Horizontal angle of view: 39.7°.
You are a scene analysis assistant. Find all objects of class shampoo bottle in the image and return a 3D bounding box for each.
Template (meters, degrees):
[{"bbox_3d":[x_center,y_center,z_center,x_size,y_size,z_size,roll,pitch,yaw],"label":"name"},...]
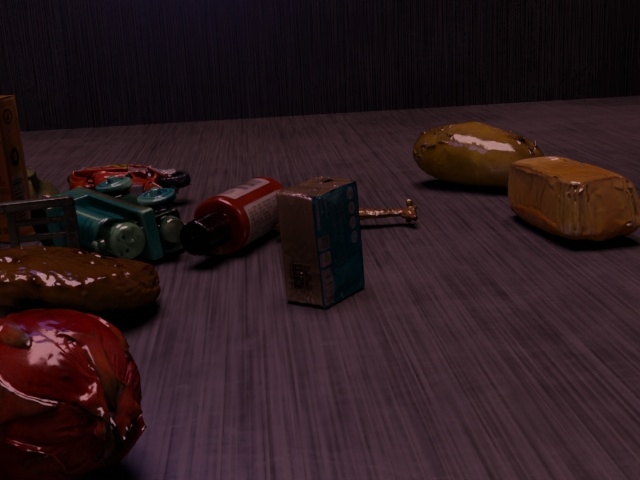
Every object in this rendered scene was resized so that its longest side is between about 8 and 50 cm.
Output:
[{"bbox_3d":[-0.155,-0.037,1.569,0.104,0.104,0.278,4,16,22],"label":"shampoo bottle"}]

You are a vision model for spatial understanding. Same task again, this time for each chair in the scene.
[{"bbox_3d":[-0.546,-0.012,1.485,0.270,0.136,0.147,-9,18,-16],"label":"chair"}]

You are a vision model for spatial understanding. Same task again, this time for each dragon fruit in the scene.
[{"bbox_3d":[-0.252,0.145,0.821,0.209,0.172,0.172,-9,10,32],"label":"dragon fruit"}]

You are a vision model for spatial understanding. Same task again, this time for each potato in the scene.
[{"bbox_3d":[0.348,-0.188,1.962,0.300,0.140,0.173,11,24,29],"label":"potato"}]

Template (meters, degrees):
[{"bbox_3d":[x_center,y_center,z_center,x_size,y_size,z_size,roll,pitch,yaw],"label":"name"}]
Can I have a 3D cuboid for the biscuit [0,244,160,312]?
[{"bbox_3d":[-0.371,0.048,1.258,0.295,0.075,0.296,6,2,0],"label":"biscuit"}]

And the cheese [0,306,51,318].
[{"bbox_3d":[-0.385,0.109,1.195,0.065,0.043,0.194,-15,19,-42],"label":"cheese"}]

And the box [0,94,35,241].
[{"bbox_3d":[-0.656,-0.136,1.695,0.174,0.274,0.076,1,18,13],"label":"box"}]

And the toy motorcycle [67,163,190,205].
[{"bbox_3d":[-0.436,-0.119,1.945,0.298,0.089,0.171,2,18,16],"label":"toy motorcycle"}]

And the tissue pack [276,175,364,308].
[{"bbox_3d":[0.000,0.000,1.293,0.082,0.169,0.120,4,18,34],"label":"tissue pack"}]

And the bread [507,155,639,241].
[{"bbox_3d":[0.445,-0.077,1.583,0.152,0.119,0.288,-9,15,-11],"label":"bread"}]

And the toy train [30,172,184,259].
[{"bbox_3d":[-0.372,-0.031,1.584,0.194,0.120,0.298,-24,25,-35],"label":"toy train"}]

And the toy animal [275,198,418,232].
[{"bbox_3d":[0.047,-0.041,1.650,0.275,0.054,0.149,-11,20,-30],"label":"toy animal"}]

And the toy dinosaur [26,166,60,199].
[{"bbox_3d":[-0.604,-0.065,1.891,0.447,0.087,0.301,22,-21,9],"label":"toy dinosaur"}]
